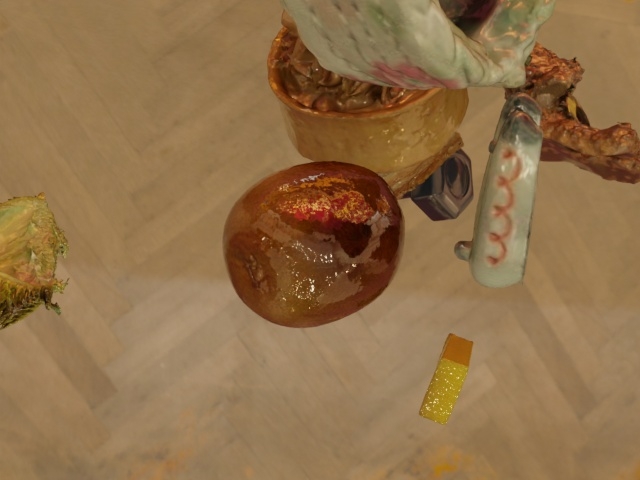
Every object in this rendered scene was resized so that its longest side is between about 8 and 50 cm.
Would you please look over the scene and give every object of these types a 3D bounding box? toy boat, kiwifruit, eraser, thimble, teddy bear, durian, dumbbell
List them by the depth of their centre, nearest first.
[{"bbox_3d":[0.076,-0.207,0.717,0.185,0.149,0.211,-39,123,-30],"label":"thimble"},{"bbox_3d":[-0.285,0.020,0.885,0.100,0.215,0.086,-27,126,-1],"label":"durian"},{"bbox_3d":[0.187,-0.048,1.011,0.078,0.134,0.208,6,116,7],"label":"toy boat"},{"bbox_3d":[0.000,0.000,1.154,0.234,0.196,0.196,-23,111,-37],"label":"kiwifruit"},{"bbox_3d":[0.187,0.201,1.413,0.045,0.122,0.097,20,107,8],"label":"eraser"},{"bbox_3d":[0.460,-0.238,1.739,0.246,0.296,0.223,30,73,-56],"label":"teddy bear"},{"bbox_3d":[0.131,-0.105,1.851,0.156,0.316,0.144,41,55,-40],"label":"dumbbell"}]

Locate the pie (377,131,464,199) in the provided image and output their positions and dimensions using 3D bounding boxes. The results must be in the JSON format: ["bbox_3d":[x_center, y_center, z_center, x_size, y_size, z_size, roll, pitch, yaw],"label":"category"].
[{"bbox_3d":[0.115,-0.111,1.656,0.282,0.068,0.128,-38,152,3],"label":"pie"}]

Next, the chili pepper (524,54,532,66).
[{"bbox_3d":[0.271,-0.266,1.277,0.027,0.022,0.083,41,48,-48],"label":"chili pepper"}]

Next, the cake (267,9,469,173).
[{"bbox_3d":[0.065,-0.310,1.464,0.332,0.332,0.321,-29,140,-10],"label":"cake"}]
